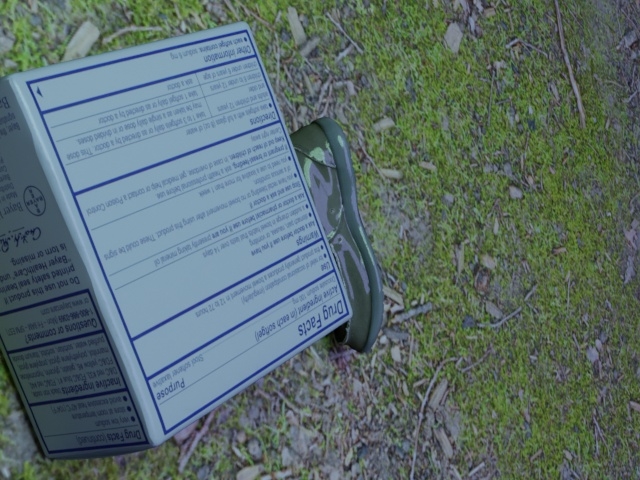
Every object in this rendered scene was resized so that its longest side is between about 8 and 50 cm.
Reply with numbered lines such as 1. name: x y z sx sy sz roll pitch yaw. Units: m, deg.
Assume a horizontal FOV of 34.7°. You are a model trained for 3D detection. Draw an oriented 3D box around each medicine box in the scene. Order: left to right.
1. medicine box: -0.142 -0.008 0.851 0.263 0.149 0.289 -28 101 -50

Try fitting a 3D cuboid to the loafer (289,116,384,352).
1. loafer: 0.000 0.000 1.080 0.087 0.094 0.251 -14 91 -16
